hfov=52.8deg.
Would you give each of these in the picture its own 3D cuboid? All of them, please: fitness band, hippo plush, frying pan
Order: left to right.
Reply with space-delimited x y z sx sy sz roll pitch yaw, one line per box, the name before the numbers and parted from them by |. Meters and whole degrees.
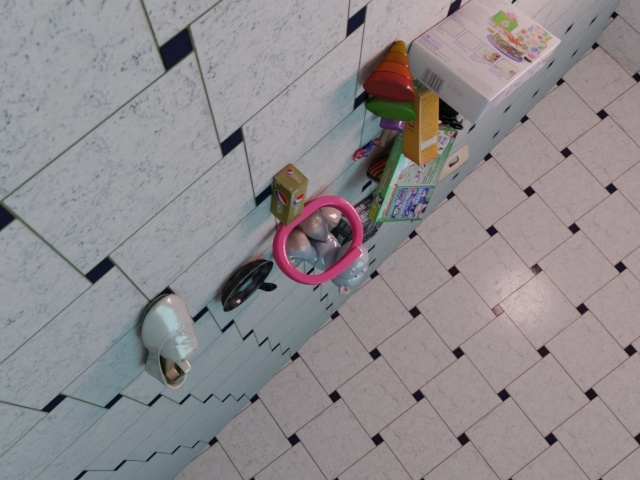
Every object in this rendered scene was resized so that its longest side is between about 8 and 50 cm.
frying pan | -0.183 0.109 1.887 0.197 0.053 0.326 -54 167 27
fitness band | 0.000 0.000 1.795 0.291 0.209 0.054 -39 -173 -27
hippo plush | 0.014 0.062 1.954 0.234 0.236 0.294 -38 164 -34

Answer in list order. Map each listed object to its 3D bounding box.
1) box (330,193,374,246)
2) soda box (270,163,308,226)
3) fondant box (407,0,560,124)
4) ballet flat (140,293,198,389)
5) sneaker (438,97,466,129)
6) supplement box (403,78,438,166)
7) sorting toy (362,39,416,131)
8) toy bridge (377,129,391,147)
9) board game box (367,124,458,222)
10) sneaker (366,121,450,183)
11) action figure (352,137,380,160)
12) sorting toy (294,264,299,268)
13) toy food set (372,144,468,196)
box | 0.141 -0.051 2.377 0.307 0.076 0.242 -36 163 -41
soda box | -0.077 -0.106 1.559 0.058 0.061 0.181 -42 166 -21
fondant box | 0.405 -0.468 1.614 0.330 0.238 0.096 -40 165 -26
ballet flat | -0.364 0.264 1.603 0.139 0.139 0.400 -39 164 -32
sneaker | 0.408 -0.455 1.991 0.146 0.122 0.330 -66 164 4
supplement box | 0.277 -0.327 1.782 0.080 0.078 0.233 -29 137 -19
sorting toy | 0.184 -0.376 1.572 0.365 0.127 0.126 41 63 -80
toy bridge | 0.228 -0.352 1.871 0.188 0.026 0.063 -52 165 21
board game box | 0.283 -0.204 1.980 0.213 0.046 0.317 -3 124 -38
sneaker | 0.278 -0.302 2.029 0.321 0.124 0.180 -28 141 -27
action figure | 0.130 -0.256 1.847 0.115 0.030 0.038 -36 168 -33
sorting toy | -0.072 0.070 2.207 0.083 0.012 0.062 -45 172 -24
toy food set | 0.353 -0.240 2.282 0.306 0.092 0.220 -18 -167 46
